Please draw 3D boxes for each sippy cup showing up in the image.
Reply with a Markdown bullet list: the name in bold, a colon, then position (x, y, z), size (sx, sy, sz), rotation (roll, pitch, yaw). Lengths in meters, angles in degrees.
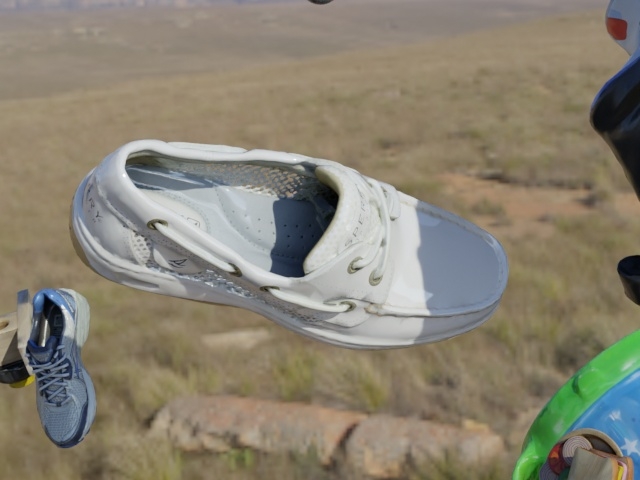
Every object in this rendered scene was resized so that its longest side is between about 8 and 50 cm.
- **sippy cup**: position (0.348, 0.231, 1.184), size (0.240, 0.305, 0.224), rotation (27, 22, -53)

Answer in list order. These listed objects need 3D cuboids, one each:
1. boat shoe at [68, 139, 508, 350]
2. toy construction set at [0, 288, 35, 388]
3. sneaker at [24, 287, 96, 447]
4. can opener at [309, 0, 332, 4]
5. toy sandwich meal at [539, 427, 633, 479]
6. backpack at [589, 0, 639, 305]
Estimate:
- **boat shoe**: position (0.000, 0.000, 0.717), size (0.277, 0.098, 0.096), rotation (9, -23, -22)
- **toy construction set**: position (-0.407, 0.078, 1.328), size (0.237, 0.258, 0.309), rotation (-9, 3, -4)
- **sneaker**: position (-0.219, 0.102, 1.013), size (0.052, 0.135, 0.058), rotation (-12, -18, 11)
- **can opener**: position (-0.073, -0.244, 0.963), size (0.076, 0.095, 0.283), rotation (4, 34, -33)
- **toy sandwich meal**: position (0.196, 0.180, 0.932), size (0.029, 0.086, 0.085), rotation (17, -4, -40)
- **backpack**: position (0.295, -0.100, 0.624), size (0.263, 0.213, 0.276), rotation (5, -35, -27)
